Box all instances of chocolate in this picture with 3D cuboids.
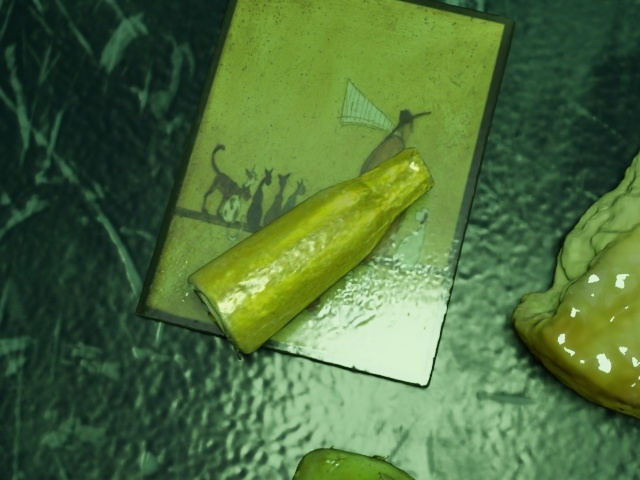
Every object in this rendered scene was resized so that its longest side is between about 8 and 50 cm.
[{"bbox_3d":[0.000,0.000,0.830,0.219,0.085,0.085,-36,80,-10],"label":"chocolate"}]

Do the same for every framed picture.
[{"bbox_3d":[0.009,-0.066,0.889,0.255,0.014,0.338,15,79,4],"label":"framed picture"}]

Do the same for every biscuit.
[{"bbox_3d":[0.300,0.031,0.824,0.274,0.091,0.213,-44,78,-9],"label":"biscuit"}]

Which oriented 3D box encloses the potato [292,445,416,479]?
[{"bbox_3d":[0.064,0.246,0.785,0.225,0.090,0.117,43,88,16],"label":"potato"}]
